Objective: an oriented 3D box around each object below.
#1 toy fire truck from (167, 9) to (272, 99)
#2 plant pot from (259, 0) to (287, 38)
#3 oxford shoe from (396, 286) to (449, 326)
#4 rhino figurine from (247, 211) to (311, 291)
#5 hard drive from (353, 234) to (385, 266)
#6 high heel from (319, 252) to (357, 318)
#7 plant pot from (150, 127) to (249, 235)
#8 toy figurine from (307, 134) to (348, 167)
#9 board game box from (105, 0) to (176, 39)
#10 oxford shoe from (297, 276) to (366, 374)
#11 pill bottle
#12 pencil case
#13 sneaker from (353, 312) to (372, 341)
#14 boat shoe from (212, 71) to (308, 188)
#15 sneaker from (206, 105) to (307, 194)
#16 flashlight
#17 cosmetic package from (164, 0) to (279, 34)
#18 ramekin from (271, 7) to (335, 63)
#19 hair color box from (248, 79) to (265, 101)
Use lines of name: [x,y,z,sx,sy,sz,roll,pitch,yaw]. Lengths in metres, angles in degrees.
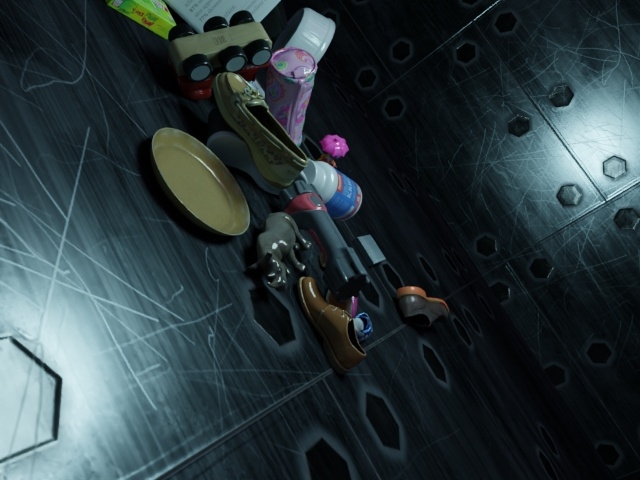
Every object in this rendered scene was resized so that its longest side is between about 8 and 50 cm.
toy fire truck: [-0.241,-0.398,1.255,0.158,0.217,0.246,61,-21,18]
plant pot: [-0.217,-0.810,1.940,0.167,0.187,0.188,60,16,-23]
oxford shoe: [0.313,0.222,1.639,0.271,0.097,0.098,27,53,-45]
rhino figurine: [-0.083,0.023,1.047,0.106,0.073,0.243,52,21,-19]
hard drive: [0.149,0.029,1.640,0.094,0.022,0.135,58,20,8]
high heel: [0.067,0.115,1.235,0.117,0.082,0.244,33,15,-28]
plant pot: [-0.222,-0.101,0.987,0.236,0.032,0.236,45,23,-25]
toy figurine: [0.014,-0.232,1.550,0.130,0.159,0.173,62,20,18]
board game box: [-0.416,-0.541,1.230,0.092,0.043,0.181,61,20,18]
oxford shoe: [0.024,0.155,1.080,0.212,0.076,0.076,59,22,17]
pill bottle: [0.010,-0.137,1.440,0.221,0.124,0.124,23,37,-56]
pencil case: [-0.084,-0.343,1.367,0.124,0.284,0.124,6,55,-8]
sneaker: [0.092,0.191,1.196,0.053,0.059,0.144,58,19,14]
boat shoe: [-0.121,-0.244,1.115,0.285,0.089,0.104,57,33,8]
sneaker: [-0.141,-0.213,1.240,0.295,0.104,0.147,27,38,-45]
flashlight: [0.000,0.000,1.184,0.304,0.103,0.103,62,-1,35]
cosmetic package: [-0.297,-0.771,1.399,0.393,0.329,0.327,39,17,-37]
ramekin: [-0.076,-0.748,2.042,0.127,0.273,0.273,29,30,-27]
hair color box: [-0.199,-0.394,1.479,0.093,0.053,0.167,54,21,-5]
